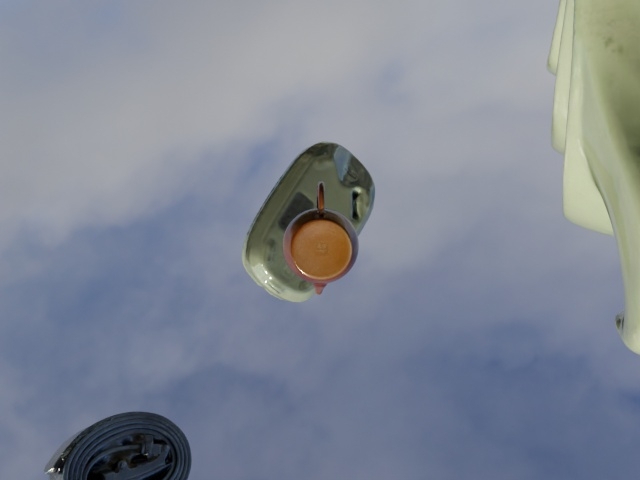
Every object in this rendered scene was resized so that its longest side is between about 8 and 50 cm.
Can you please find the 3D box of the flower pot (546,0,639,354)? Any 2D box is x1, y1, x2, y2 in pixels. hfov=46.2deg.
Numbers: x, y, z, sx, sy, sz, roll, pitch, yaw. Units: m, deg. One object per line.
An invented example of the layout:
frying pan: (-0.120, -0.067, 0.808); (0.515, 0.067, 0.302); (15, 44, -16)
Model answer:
flower pot: (0.235, -0.130, 0.449); (0.164, 0.368, 0.254); (5, -153, 0)

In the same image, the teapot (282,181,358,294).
teapot: (0.000, 0.000, 1.097); (0.116, 0.173, 0.116); (0, -171, 0)

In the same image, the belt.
belt: (-0.276, 0.312, 1.021); (0.190, 0.082, 0.142); (-9, -107, -42)

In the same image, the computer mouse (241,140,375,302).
computer mouse: (-0.020, -0.039, 1.448); (0.331, 0.197, 0.095); (-55, -162, -19)
